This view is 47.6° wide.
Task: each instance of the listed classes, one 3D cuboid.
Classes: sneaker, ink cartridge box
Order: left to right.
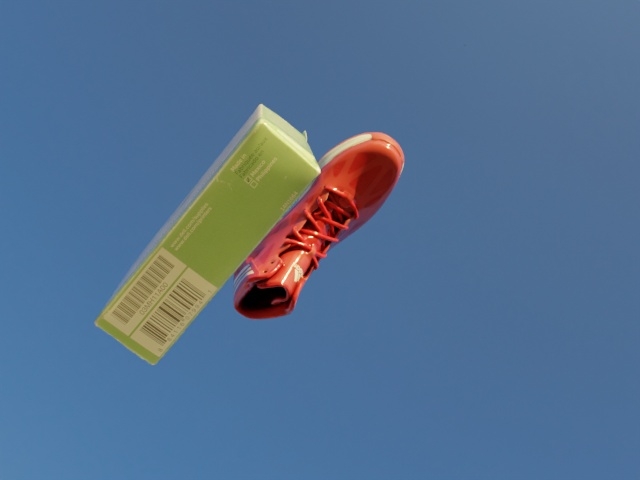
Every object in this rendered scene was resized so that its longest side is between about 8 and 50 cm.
[{"bbox_3d":[-0.077,-0.024,0.558,0.056,0.235,0.171,38,-81,-13],"label":"ink cartridge box"},{"bbox_3d":[0.000,0.000,0.695,0.087,0.128,0.221,37,-69,-19],"label":"sneaker"}]
